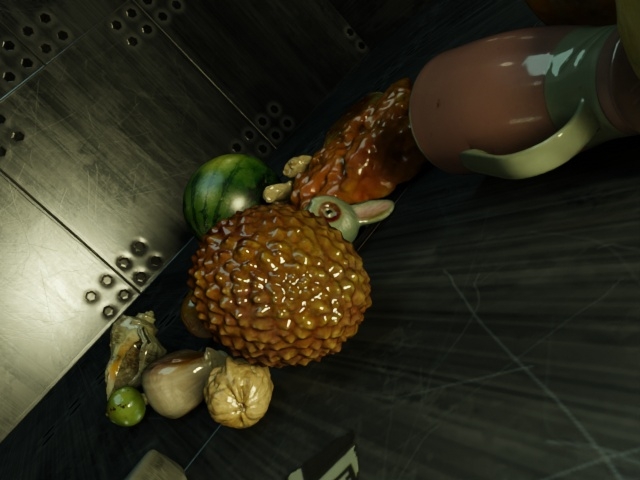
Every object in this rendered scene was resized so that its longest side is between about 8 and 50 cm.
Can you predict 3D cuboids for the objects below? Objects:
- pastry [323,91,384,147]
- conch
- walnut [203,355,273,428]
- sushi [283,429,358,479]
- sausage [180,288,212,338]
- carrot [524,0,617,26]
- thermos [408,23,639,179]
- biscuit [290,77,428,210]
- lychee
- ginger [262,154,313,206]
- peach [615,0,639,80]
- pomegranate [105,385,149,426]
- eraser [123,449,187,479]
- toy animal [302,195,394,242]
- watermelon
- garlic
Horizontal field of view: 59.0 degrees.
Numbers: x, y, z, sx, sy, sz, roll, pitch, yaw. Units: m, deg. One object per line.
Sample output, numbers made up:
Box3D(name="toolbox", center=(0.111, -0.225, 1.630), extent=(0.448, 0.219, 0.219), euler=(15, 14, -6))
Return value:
Box3D(name="pastry", center=(0.092, -0.253, 1.276), extent=(0.192, 0.093, 0.182), euler=(-50, 18, -21))
Box3D(name="conch", center=(-0.391, 0.240, 1.166), extent=(0.207, 0.130, 0.155), euler=(-66, 9, -21))
Box3D(name="walnut", center=(-0.093, 0.171, 0.648), extent=(0.078, 0.083, 0.096), euler=(-17, 12, -6))
Box3D(name="sushi", center=(-0.115, 0.295, 0.373), extent=(0.339, 0.069, 0.320), euler=(-41, 15, 16))
Box3D(name="sausage", center=(-0.160, 0.065, 1.070), extent=(0.270, 0.109, 0.109), euler=(-51, 15, -20))
Box3D(name="carrot", center=(0.261, -0.323, 0.527), extent=(0.224, 0.341, 0.224), euler=(-39, 20, 17))
Box3D(name="thermos", center=(0.202, -0.127, 0.540), extent=(0.176, 0.146, 0.265), euler=(-47, 19, -8))
Box3D(name="biscuit", center=(0.062, -0.137, 1.008), extent=(0.318, 0.110, 0.312), euler=(-39, 17, 20))
Box3D(name="lychee", center=(-0.053, 0.049, 0.632), extent=(0.238, 0.200, 0.200), euler=(14, 54, 38))
Box3D(name="ginger", center=(-0.077, -0.079, 1.183), extent=(0.065, 0.149, 0.259), euler=(30, 68, 37))
Box3D(name="peach", center=(0.281, -0.181, 0.319), extent=(0.232, 0.232, 0.232), euler=(-41, 15, 13))
Box3D(name="pomegranate", center=(-0.339, 0.291, 1.010), extent=(0.073, 0.073, 0.084), euler=(-32, 2, 41))
Box3D(name="eraser", center=(-0.169, 0.252, 0.503), extent=(0.089, 0.061, 0.352), euler=(-50, 1, -18))
Box3D(name="toy animal", center=(-0.009, -0.003, 0.832), extent=(0.236, 0.108, 0.138), euler=(-48, 14, -15))
Box3D(name="watermelon", center=(-0.199, -0.082, 1.315), extent=(0.242, 0.242, 0.242), euler=(-41, 15, 13))
Box3D(name="garlic", center=(-0.218, 0.213, 0.894), extent=(0.128, 0.091, 0.198), euler=(-34, 3, -23))
